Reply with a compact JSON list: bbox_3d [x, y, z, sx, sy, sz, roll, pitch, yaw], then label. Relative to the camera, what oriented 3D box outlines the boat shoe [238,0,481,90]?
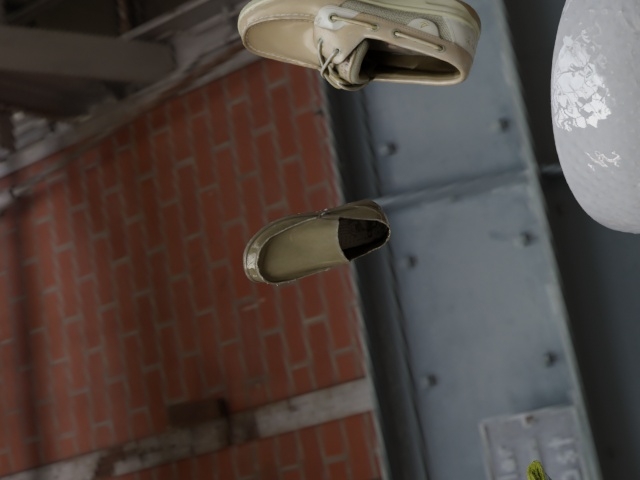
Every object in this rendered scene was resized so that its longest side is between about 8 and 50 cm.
[{"bbox_3d":[0.038,-0.237,1.631,0.109,0.302,0.098,76,-156,-54],"label":"boat shoe"}]

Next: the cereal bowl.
[{"bbox_3d":[0.394,-0.168,1.441,0.339,0.141,0.339,-9,-78,-48],"label":"cereal bowl"}]

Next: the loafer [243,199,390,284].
[{"bbox_3d":[0.000,0.000,1.224,0.148,0.050,0.056,-23,-72,-19],"label":"loafer"}]

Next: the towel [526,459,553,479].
[{"bbox_3d":[0.274,0.286,1.184,0.237,0.021,0.102,42,-167,-9],"label":"towel"}]
